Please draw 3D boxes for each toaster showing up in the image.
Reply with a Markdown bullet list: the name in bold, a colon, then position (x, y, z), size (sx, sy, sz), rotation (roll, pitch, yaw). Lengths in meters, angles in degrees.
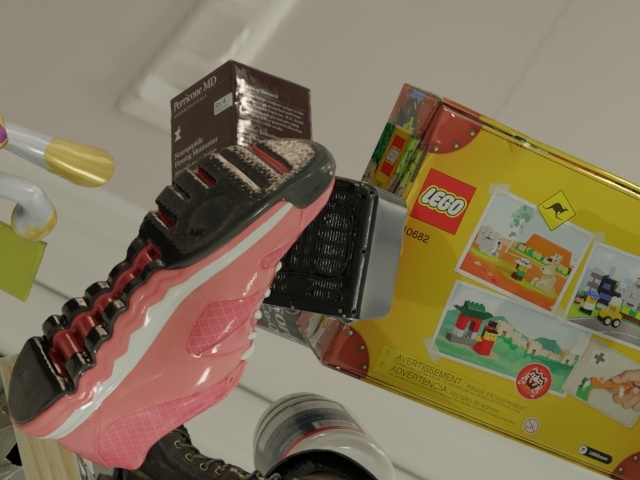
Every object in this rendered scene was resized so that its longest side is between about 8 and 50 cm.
- **toaster**: position (0.000, 0.000, 1.779), size (0.110, 0.168, 0.185), rotation (12, 86, -64)

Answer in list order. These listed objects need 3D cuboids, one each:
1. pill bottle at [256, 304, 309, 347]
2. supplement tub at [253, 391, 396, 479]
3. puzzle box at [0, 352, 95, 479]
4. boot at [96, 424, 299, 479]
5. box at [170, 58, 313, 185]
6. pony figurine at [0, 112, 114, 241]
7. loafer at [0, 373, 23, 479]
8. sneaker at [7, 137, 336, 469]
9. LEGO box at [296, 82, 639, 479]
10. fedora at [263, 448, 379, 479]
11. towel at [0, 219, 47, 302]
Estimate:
- **pill bottle**: position (0.020, 0.081, 2.488), size (0.210, 0.363, 0.210), rotation (-17, 115, -42)
- **supplement tub**: position (-0.002, 0.359, 2.409), size (0.191, 0.191, 0.272), rotation (-66, -164, 5)
- **puzzle box**: position (-0.223, 0.326, 1.455), size (0.052, 0.408, 0.272), rotation (-15, 165, -9)
- **boot**: position (-0.121, 0.249, 1.640), size (0.091, 0.229, 0.262), rotation (33, 70, -63)
- **box**: position (-0.125, -0.144, 2.386), size (0.167, 0.168, 0.203), rotation (16, 60, -38)
- **pony figurine**: position (-0.378, -0.106, 1.256), size (0.363, 0.351, 0.302), rotation (57, 43, -71)
- **loafer**: position (-0.404, 0.272, 1.918), size (0.094, 0.087, 0.251), rotation (-61, 175, -40)
- **sneaker**: position (-0.095, 0.051, 1.169), size (0.314, 0.116, 0.136), rotation (-44, 125, 3)
- **LEGO box**: position (0.276, 0.062, 2.020), size (0.372, 0.500, 0.193), rotation (-65, -165, 6)
- **fedora**: position (-0.023, 0.427, 1.843), size (0.153, 0.334, 0.334), rotation (-2, 119, -44)
- **towel**: position (-0.477, -0.012, 1.986), size (0.102, 0.237, 0.021), rotation (-65, 176, 33)
